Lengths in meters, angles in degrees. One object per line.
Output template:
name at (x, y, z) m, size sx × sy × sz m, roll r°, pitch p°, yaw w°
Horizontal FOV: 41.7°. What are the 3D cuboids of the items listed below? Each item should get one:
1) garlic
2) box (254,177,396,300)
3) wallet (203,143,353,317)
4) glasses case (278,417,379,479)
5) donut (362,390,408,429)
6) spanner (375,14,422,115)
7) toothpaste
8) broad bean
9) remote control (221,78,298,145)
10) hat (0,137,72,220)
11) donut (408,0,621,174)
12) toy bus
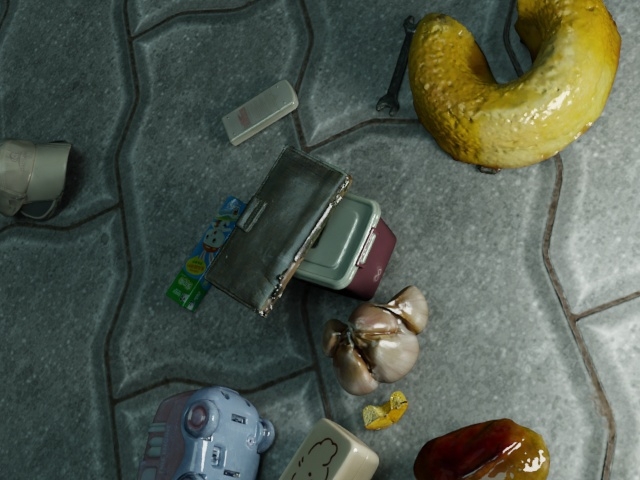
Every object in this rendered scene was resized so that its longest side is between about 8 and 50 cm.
garlic at (0.112, 0.190, 1.559) m, size 0.214 × 0.191 × 0.160 m, roll -21°, pitch 85°, yaw 4°
box at (0.000, 0.000, 1.686) m, size 0.294 × 0.167 × 0.193 m, roll 18°, pitch 79°, yaw 31°
wallet at (-0.081, -0.022, 1.612) m, size 0.169 × 0.044 × 0.317 m, roll 29°, pitch 85°, yaw 29°
glasses case at (-0.035, 0.494, 1.512) m, size 0.336 × 0.076 × 0.144 m, roll -57°, pitch 30°, yaw -6°
donut at (0.121, 0.311, 1.554) m, size 0.083 × 0.067 × 0.038 m, roll -62°, pitch 31°, yaw 31°
spanner at (0.178, -0.389, 1.856) m, size 0.054 × 0.015 × 0.254 m, roll 9°, pitch 73°, yaw 30°
toothpaste at (-0.239, 0.028, 1.861) m, size 0.065 × 0.050 × 0.266 m, roll 30°, pitch 84°, yaw 30°
broad bean at (0.271, 0.382, 1.414) m, size 0.229 × 0.122 × 0.156 m, roll -15°, pitch 37°, yaw 13°
remote control at (-0.141, -0.302, 1.968) m, size 0.190 × 0.029 × 0.087 m, roll -31°, pitch 59°, yaw 11°
hat at (-0.754, -0.175, 2.146) m, size 0.275 × 0.161 × 0.231 m, roll -6°, pitch 70°, yaw 20°
donut at (0.380, -0.347, 1.650) m, size 0.435 × 0.163 × 0.377 m, roll -28°, pitch 60°, yaw 12°
toy bus at (-0.242, 0.428, 1.615) m, size 0.232 × 0.197 × 0.294 m, roll -8°, pitch 66°, yaw 34°
